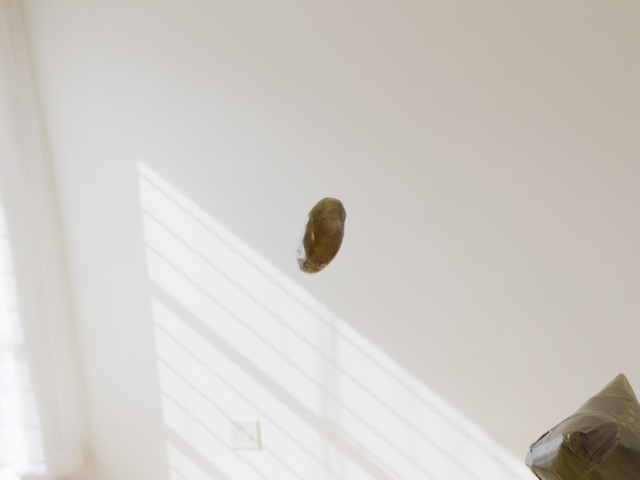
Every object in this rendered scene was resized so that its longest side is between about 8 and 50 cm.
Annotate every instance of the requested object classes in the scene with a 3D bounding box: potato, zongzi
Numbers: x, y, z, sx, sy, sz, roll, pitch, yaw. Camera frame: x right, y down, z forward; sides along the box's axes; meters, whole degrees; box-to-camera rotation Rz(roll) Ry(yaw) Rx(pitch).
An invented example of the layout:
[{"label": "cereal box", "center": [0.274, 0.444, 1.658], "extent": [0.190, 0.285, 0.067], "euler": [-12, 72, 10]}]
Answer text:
[{"label": "potato", "center": [0.000, 0.000, 0.712], "extent": [0.045, 0.092, 0.046], "euler": [4, 37, -26]}, {"label": "zongzi", "center": [0.482, 0.348, 1.046], "extent": [0.300, 0.274, 0.145], "euler": [-19, -28, -44]}]
